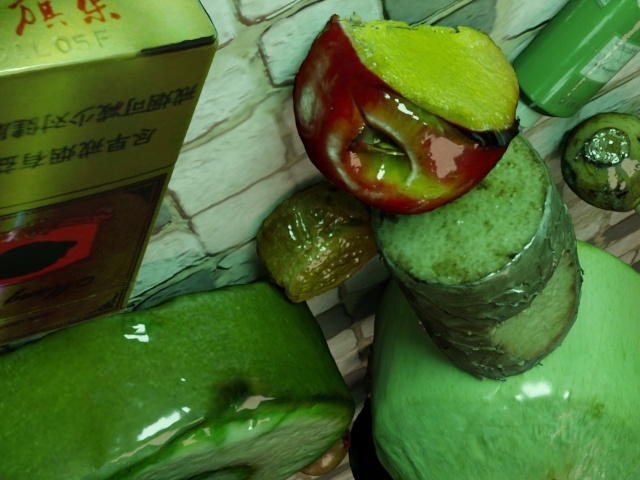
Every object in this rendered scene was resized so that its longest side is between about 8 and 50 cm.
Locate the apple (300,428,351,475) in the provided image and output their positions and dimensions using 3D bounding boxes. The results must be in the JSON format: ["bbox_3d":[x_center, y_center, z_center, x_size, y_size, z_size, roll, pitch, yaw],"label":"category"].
[{"bbox_3d":[-0.002,0.257,1.317,0.084,0.084,0.071,-42,155,27],"label":"apple"}]

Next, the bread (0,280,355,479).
[{"bbox_3d":[-0.156,0.167,0.859,0.366,0.129,0.382,-32,159,12],"label":"bread"}]

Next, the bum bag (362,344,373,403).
[{"bbox_3d":[0.166,0.165,1.233,0.248,0.102,0.069,-3,179,-13],"label":"bum bag"}]

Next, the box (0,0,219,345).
[{"bbox_3d":[-0.156,-0.029,0.513,0.159,0.071,0.240,-18,155,-33],"label":"box"}]

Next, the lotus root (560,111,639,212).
[{"bbox_3d":[0.267,-0.070,0.939,0.089,0.080,0.179,-40,160,17],"label":"lotus root"}]

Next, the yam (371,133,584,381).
[{"bbox_3d":[0.120,0.006,0.777,0.154,0.154,0.254,-32,153,6],"label":"yam"}]

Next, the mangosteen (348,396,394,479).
[{"bbox_3d":[0.150,0.276,1.351,0.243,0.243,0.243,-26,158,-11],"label":"mangosteen"}]

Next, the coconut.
[{"bbox_3d":[0.198,0.127,1.015,0.328,0.328,0.281,-22,151,-18],"label":"coconut"}]

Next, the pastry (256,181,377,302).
[{"bbox_3d":[0.000,0.000,0.793,0.097,0.057,0.109,-31,161,-12],"label":"pastry"}]

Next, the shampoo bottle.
[{"bbox_3d":[0.185,-0.140,0.712,0.065,0.065,0.204,-8,150,-44],"label":"shampoo bottle"}]

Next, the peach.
[{"bbox_3d":[0.052,-0.079,0.638,0.092,0.127,0.172,-55,174,32],"label":"peach"}]

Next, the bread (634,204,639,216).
[{"bbox_3d":[0.545,-0.091,0.980,0.390,0.279,0.371,-28,157,-5],"label":"bread"}]
